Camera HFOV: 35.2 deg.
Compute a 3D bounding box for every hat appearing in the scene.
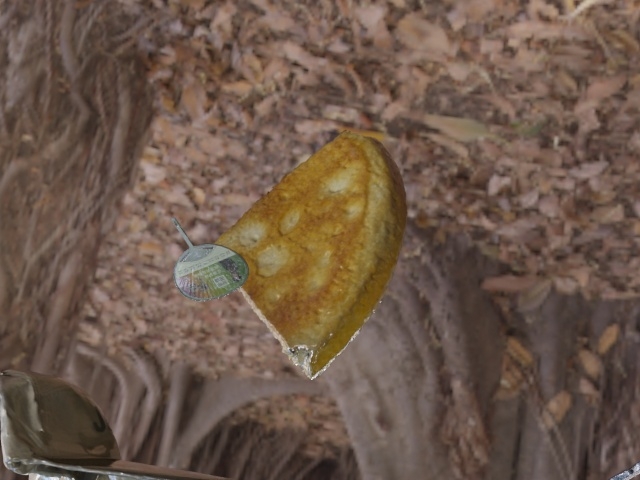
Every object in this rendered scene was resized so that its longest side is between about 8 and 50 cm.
[{"bbox_3d":[-0.206,0.198,0.987,0.244,0.149,0.214,-2,152,-10],"label":"hat"}]

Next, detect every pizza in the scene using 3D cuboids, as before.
[{"bbox_3d":[0.023,0.007,1.186,0.087,0.258,0.268,49,179,-39],"label":"pizza"}]

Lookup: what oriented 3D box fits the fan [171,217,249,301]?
[{"bbox_3d":[-0.086,0.016,0.794,0.060,0.003,0.080,1,124,-3],"label":"fan"}]

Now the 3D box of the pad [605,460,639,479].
[{"bbox_3d":[0.331,0.201,0.955,0.269,0.012,0.269,-35,159,15],"label":"pad"}]
